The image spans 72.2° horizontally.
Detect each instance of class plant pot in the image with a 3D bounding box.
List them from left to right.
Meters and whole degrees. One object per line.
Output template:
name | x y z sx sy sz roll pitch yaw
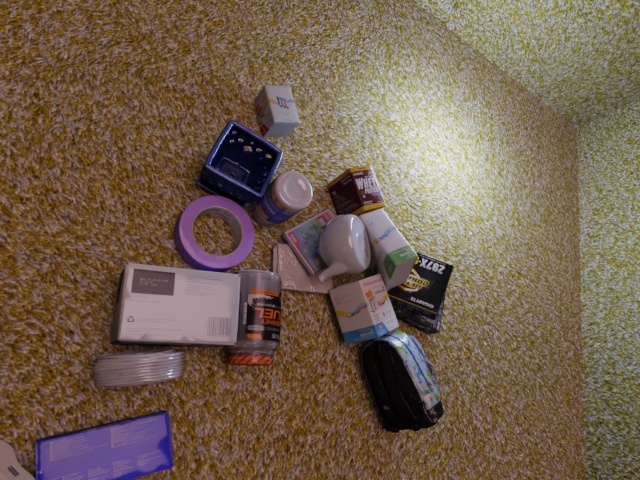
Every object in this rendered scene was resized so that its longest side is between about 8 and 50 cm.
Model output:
plant pot | -0.315 -0.268 1.654 0.236 0.212 0.235 30 61 -20

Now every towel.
towel | -0.068 0.117 1.777 0.283 0.049 0.186 9 71 -29

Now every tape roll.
tape roll | -0.387 -0.022 1.607 0.275 0.090 0.274 9 71 -28

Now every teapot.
teapot | 0.077 0.020 1.740 0.256 0.187 0.252 -10 88 -66

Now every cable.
cable | -0.530 0.373 1.293 0.257 0.257 0.089 2 79 -33

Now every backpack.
backpack | 0.313 0.541 1.754 0.273 0.290 0.355 -31 85 -43

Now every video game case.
video game case | 0.000 0.000 1.830 0.285 0.025 0.204 -31 84 -42

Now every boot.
boot | -0.829 0.616 1.150 0.190 0.086 0.069 38 19 18

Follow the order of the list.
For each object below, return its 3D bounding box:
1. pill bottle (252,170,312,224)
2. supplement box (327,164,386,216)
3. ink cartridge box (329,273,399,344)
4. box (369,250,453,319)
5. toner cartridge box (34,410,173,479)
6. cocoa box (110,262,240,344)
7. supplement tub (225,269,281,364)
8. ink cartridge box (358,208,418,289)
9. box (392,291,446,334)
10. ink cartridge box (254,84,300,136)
pill bottle | -0.157 -0.148 1.673 0.153 0.272 0.152 10 69 -29
supplement box | 0.155 -0.200 1.926 0.129 0.191 0.194 -14 82 -34
ink cartridge box | 0.175 0.274 1.777 0.171 0.168 0.232 -10 79 -51
box | 0.388 0.170 1.922 0.322 0.079 0.257 21 58 14
toner cartridge box | -0.617 0.617 1.271 0.348 0.075 0.165 -1 74 -32
cocoa box | -0.462 0.218 1.400 0.348 0.228 0.231 9 71 -28
supplement tub | -0.236 0.273 1.540 0.194 0.194 0.315 10 70 -28
ink cartridge box | 0.263 0.035 1.842 0.117 0.201 0.278 -20 58 -20
box | 0.465 0.247 2.038 0.243 0.077 0.307 28 62 -21
ink cartridge box | -0.188 -0.551 1.871 0.128 0.128 0.176 -8 78 -32
